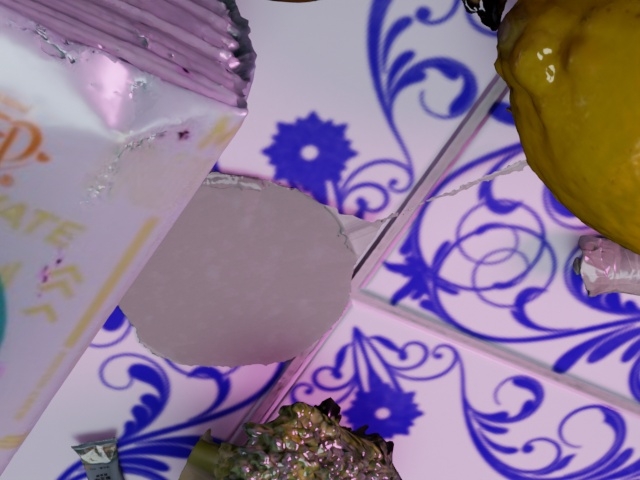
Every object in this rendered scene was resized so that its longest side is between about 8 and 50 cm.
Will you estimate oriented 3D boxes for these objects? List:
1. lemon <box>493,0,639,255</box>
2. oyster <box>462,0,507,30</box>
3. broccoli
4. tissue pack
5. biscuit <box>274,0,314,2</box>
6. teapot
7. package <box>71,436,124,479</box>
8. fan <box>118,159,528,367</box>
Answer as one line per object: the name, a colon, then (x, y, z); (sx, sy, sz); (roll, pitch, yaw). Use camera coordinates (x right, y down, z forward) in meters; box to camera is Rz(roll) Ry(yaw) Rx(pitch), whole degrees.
lemon: (0.220, -0.086, 0.815); (0.260, 0.204, 0.204); (13, 125, -15)
oyster: (0.092, -0.189, 0.831); (0.086, 0.029, 0.132); (-33, 120, 19)
broccoli: (-0.027, 0.209, 1.040); (0.176, 0.226, 0.198); (40, 92, -9)
tissue pack: (-0.255, -0.021, 0.846); (0.287, 0.162, 0.388); (23, 122, -24)
biscuit: (-0.021, -0.223, 0.777); (0.212, 0.036, 0.212); (3, 130, 3)
teapot: (0.215, 0.018, 0.989); (0.083, 0.057, 0.067); (1, 156, 1)
package: (-0.164, 0.190, 1.104); (0.037, 0.015, 0.110); (-10, 129, -4)
fan: (0.000, -0.001, 0.976); (0.310, 0.010, 0.182); (-20, 127, 13)
